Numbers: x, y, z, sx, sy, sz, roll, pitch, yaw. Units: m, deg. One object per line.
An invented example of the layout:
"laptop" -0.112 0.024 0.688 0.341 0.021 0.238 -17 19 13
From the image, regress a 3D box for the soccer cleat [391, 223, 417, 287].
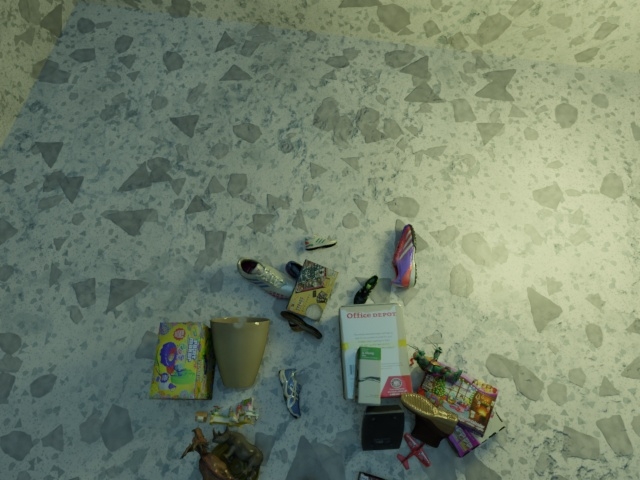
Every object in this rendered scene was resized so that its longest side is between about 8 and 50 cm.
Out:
"soccer cleat" 0.399 0.067 2.010 0.116 0.109 0.319 2 71 5

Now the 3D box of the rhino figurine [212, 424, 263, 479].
"rhino figurine" -0.329 0.812 1.632 0.243 0.073 0.106 33 53 16

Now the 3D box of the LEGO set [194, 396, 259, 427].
"LEGO set" -0.378 0.712 1.755 0.286 0.132 0.107 -11 49 20

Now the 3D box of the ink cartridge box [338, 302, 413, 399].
"ink cartridge box" 0.227 0.480 1.813 0.278 0.160 0.386 -2 70 -1

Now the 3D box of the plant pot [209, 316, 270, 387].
"plant pot" -0.347 0.477 1.792 0.256 0.256 0.275 1 86 0

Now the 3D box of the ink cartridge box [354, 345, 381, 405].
"ink cartridge box" 0.184 0.528 1.627 0.086 0.153 0.209 4 69 1

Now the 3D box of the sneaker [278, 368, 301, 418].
"sneaker" -0.117 0.651 1.789 0.081 0.080 0.211 -17 71 -3

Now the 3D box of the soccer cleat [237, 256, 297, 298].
"soccer cleat" -0.246 0.175 1.942 0.330 0.143 0.116 23 70 8

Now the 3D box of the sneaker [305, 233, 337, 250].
"sneaker" 0.000 0.000 2.057 0.161 0.057 0.076 -11 74 -1

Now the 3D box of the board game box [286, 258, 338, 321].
"board game box" -0.038 0.228 1.919 0.164 0.042 0.244 23 86 -8

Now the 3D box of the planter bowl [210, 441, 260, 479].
"planter bowl" -0.343 0.911 1.680 0.216 0.090 0.218 -1 67 2

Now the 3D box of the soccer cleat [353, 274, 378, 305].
"soccer cleat" 0.212 0.234 1.957 0.060 0.072 0.179 33 72 12

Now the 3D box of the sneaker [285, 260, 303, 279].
"sneaker" -0.080 0.172 1.973 0.221 0.087 0.083 34 73 10

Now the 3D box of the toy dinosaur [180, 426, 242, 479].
"toy dinosaur" -0.414 0.833 1.550 0.127 0.295 0.201 -31 108 -37

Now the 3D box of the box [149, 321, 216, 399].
"box" -0.555 0.508 1.738 0.176 0.279 0.290 0 68 0

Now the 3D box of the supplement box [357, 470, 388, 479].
"supplement box" 0.256 1.020 1.649 0.239 0.073 0.131 15 69 5

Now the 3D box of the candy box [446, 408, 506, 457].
"candy box" 0.625 0.768 1.749 0.233 0.071 0.159 -28 69 -10

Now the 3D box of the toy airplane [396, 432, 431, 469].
"toy airplane" 0.381 0.883 1.726 0.151 0.028 0.151 -2 64 4

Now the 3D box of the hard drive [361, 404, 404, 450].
"hard drive" 0.246 0.751 1.678 0.171 0.255 0.054 -3 34 -1

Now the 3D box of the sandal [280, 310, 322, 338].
"sandal" -0.094 0.393 1.902 0.219 0.090 0.060 31 93 4

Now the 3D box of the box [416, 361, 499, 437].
"box" 0.565 0.650 1.745 0.293 0.057 0.201 20 59 26

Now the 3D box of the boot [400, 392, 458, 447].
"boot" 0.405 0.733 1.682 0.248 0.207 0.090 24 34 4

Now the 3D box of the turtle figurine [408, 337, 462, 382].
"turtle figurine" 0.475 0.511 1.770 0.234 0.175 0.118 29 112 30
